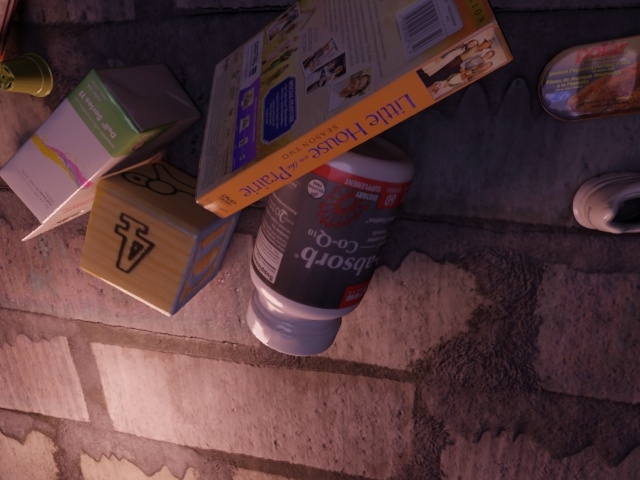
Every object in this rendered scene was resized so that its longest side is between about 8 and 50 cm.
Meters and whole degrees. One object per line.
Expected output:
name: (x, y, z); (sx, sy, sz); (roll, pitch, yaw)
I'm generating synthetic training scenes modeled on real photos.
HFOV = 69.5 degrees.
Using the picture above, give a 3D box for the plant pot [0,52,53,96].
plant pot: (-0.577, -0.316, 0.885); (0.083, 0.079, 0.084); (5, 112, 13)

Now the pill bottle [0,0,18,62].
pill bottle: (-0.614, -0.438, 0.823); (0.121, 0.121, 0.221); (36, 116, -1)

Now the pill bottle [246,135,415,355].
pill bottle: (0.000, 0.000, 0.778); (0.210, 0.210, 0.363); (22, 116, 6)

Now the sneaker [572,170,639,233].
sneaker: (0.529, -0.067, 0.648); (0.296, 0.129, 0.111); (-22, 102, 21)

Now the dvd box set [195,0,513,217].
dvd box set: (0.007, -0.241, 0.626); (0.420, 0.308, 0.062); (-25, 140, 28)

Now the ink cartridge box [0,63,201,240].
ink cartridge box: (-0.409, -0.157, 0.830); (0.353, 0.207, 0.119); (-32, 101, 24)

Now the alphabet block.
alphabet block: (-0.293, -0.012, 0.867); (0.197, 0.192, 0.194); (28, 114, 4)

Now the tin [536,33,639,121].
tin: (0.414, -0.234, 0.665); (0.189, 0.040, 0.106); (-4, 114, 17)
